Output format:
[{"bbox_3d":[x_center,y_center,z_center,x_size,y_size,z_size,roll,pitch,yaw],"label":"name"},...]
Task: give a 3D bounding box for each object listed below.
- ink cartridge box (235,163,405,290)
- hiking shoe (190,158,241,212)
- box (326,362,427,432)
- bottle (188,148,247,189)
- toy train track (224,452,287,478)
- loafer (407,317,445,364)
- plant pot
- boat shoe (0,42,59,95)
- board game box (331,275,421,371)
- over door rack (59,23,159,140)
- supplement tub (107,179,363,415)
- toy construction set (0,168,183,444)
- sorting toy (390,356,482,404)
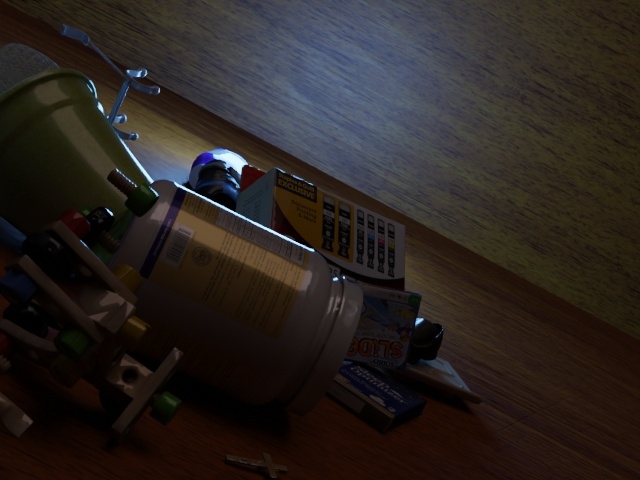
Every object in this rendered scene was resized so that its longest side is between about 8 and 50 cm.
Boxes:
[{"bbox_3d":[0.000,0.000,2.030,0.309,0.130,0.271,22,55,-32],"label":"ink cartridge box"},{"bbox_3d":[-0.160,-0.049,2.503,0.304,0.113,0.132,32,41,-12],"label":"hiking shoe"},{"bbox_3d":[0.094,0.254,1.859,0.136,0.036,0.225,32,11,19],"label":"box"},{"bbox_3d":[-0.257,-0.165,2.728,0.118,0.092,0.283,25,11,2],"label":"bottle"},{"bbox_3d":[-0.081,0.281,1.382,0.083,0.014,0.048,17,22,-24],"label":"toy train track"},{"bbox_3d":[0.173,0.178,2.078,0.080,0.078,0.220,29,8,20],"label":"loafer"},{"bbox_3d":[-0.383,-0.081,1.728,0.254,0.276,0.276,44,16,17],"label":"plant pot"},{"bbox_3d":[-0.610,-0.220,2.016,0.187,0.156,0.500,31,22,-9],"label":"boat shoe"},{"bbox_3d":[0.060,0.138,1.890,0.201,0.136,0.035,11,5,-12],"label":"board game box"},{"bbox_3d":[-0.481,-0.288,2.368,0.108,0.239,0.324,11,21,-50],"label":"over door rack"},{"bbox_3d":[-0.133,0.085,1.545,0.331,0.241,0.241,26,11,-10],"label":"supplement tub"},{"bbox_3d":[-0.261,0.126,1.211,0.237,0.257,0.309,41,33,1],"label":"toy construction set"},{"bbox_3d":[0.191,0.247,2.132,0.193,0.038,0.208,24,8,-21],"label":"sorting toy"}]
